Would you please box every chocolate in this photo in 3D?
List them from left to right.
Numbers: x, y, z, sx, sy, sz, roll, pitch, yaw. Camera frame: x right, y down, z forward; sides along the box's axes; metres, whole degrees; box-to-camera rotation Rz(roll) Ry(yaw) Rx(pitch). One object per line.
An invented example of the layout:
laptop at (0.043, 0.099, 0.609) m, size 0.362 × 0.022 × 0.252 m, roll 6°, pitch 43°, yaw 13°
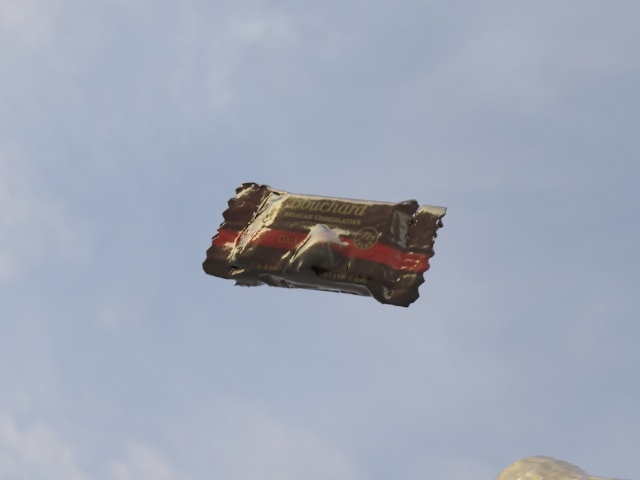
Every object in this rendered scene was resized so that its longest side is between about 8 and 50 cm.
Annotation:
chocolate at (0.000, 0.000, 0.982) m, size 0.182 × 0.086 × 0.028 m, roll 9°, pitch -24°, yaw 37°

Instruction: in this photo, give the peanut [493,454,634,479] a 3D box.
peanut at (0.180, 0.197, 0.951) m, size 0.087 × 0.087 × 0.206 m, roll 69°, pitch -19°, yaw -9°
